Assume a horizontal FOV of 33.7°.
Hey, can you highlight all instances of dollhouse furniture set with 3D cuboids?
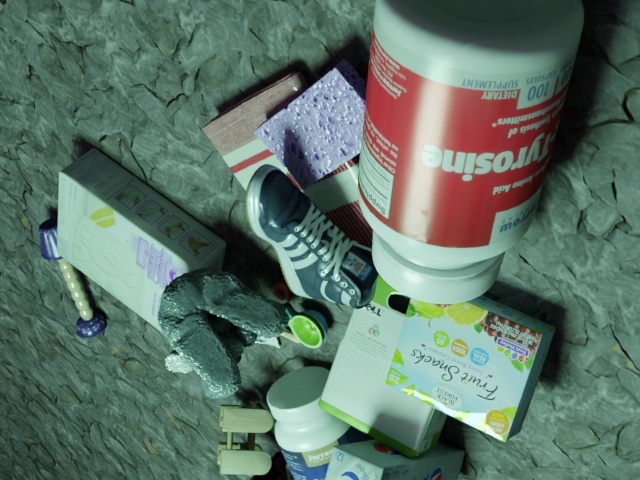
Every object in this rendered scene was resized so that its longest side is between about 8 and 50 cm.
[{"bbox_3d":[-0.112,0.427,2.001,0.161,0.242,0.212,3,172,-7],"label":"dollhouse furniture set"}]

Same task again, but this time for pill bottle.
[{"bbox_3d":[0.006,0.367,1.906,0.153,0.153,0.265,2,125,42],"label":"pill bottle"},{"bbox_3d":[0.164,-0.123,1.272,0.229,0.229,0.408,27,138,23],"label":"pill bottle"}]

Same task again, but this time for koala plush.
[{"bbox_3d":[-0.193,0.155,1.848,0.203,0.196,0.221,39,163,0],"label":"koala plush"}]

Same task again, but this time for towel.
[{"bbox_3d":[-0.018,-0.087,1.632,0.237,0.037,0.329,-20,110,47],"label":"towel"}]

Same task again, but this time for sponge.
[{"bbox_3d":[0.004,-0.160,1.499,0.117,0.031,0.210,50,139,-8],"label":"sponge"}]

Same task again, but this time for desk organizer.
[{"bbox_3d":[-0.103,0.484,2.129,0.050,0.130,0.047,53,142,-5],"label":"desk organizer"}]

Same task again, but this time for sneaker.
[{"bbox_3d":[0.000,0.000,1.563,0.153,0.099,0.282,16,149,32],"label":"sneaker"}]

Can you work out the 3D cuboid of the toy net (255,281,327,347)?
[{"bbox_3d":[-0.077,0.143,1.877,0.232,0.045,0.122,-22,106,50],"label":"toy net"}]

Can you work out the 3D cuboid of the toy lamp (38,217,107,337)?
[{"bbox_3d":[-0.522,0.077,2.212,0.080,0.080,0.275,16,133,34],"label":"toy lamp"}]

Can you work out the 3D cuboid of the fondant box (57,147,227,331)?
[{"bbox_3d":[-0.341,0.014,1.973,0.330,0.096,0.238,34,140,15],"label":"fondant box"}]

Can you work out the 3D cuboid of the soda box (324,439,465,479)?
[{"bbox_3d":[0.122,0.378,1.709,0.098,0.286,0.091,17,95,33],"label":"soda box"}]

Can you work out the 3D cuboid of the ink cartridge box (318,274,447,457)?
[{"bbox_3d":[0.132,0.189,1.696,0.188,0.097,0.255,25,103,26],"label":"ink cartridge box"}]

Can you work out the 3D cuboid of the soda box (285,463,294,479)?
[{"bbox_3d":[0.023,0.474,2.056,0.183,0.063,0.058,20,132,30],"label":"soda box"}]

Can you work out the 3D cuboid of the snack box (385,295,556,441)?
[{"bbox_3d":[0.217,0.170,1.550,0.207,0.070,0.175,24,107,28],"label":"snack box"}]
